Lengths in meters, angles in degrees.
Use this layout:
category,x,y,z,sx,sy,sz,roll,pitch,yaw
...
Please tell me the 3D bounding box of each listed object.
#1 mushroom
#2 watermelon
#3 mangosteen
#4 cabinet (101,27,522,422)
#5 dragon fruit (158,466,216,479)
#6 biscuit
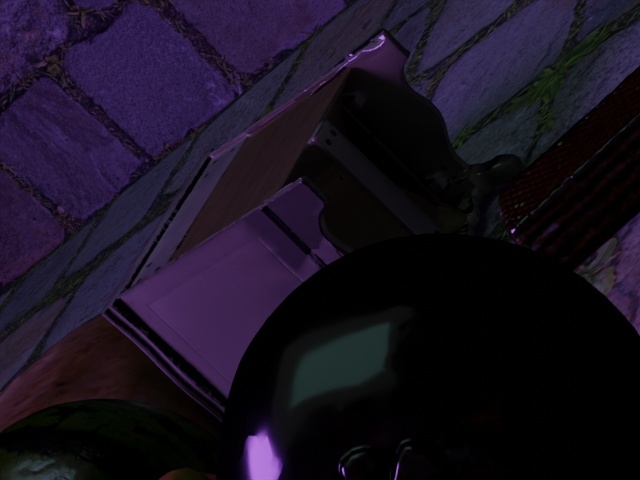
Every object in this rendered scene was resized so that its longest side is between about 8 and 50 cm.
category,x,y,z,sx,sy,sz,roll,pitch,yaw
mushroom,-0.215,0.202,1.902,0.397,0.224,0.314,-53,13,-25
watermelon,-0.185,0.275,1.506,0.285,0.285,0.285,-44,15,14
mangosteen,0.078,0.129,1.109,0.297,0.297,0.313,-42,19,21
cabinet,0.000,0.000,1.825,0.318,0.227,0.290,-32,20,40
dragon fruit,-0.060,0.273,1.286,0.227,0.224,0.224,16,62,50
biscuit,0.269,-0.080,1.560,0.252,0.070,0.106,-43,16,16
